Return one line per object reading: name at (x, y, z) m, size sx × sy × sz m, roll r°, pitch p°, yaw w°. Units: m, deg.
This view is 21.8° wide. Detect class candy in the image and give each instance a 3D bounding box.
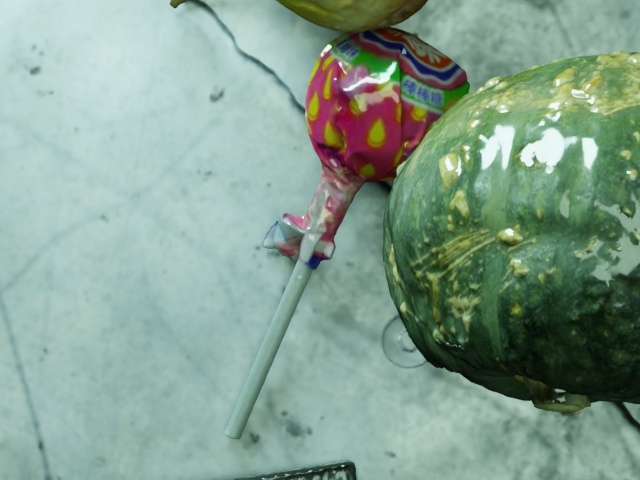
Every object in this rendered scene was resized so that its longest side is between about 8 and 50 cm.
candy at (0.000, 0.000, 1.354) m, size 0.124 × 0.124 × 0.365 m, roll 23°, pitch 102°, yaw -3°

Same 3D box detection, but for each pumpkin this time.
pumpkin at (0.186, -0.005, 1.190) m, size 0.291 × 0.328 × 0.257 m, roll 8°, pitch 84°, yaw 8°

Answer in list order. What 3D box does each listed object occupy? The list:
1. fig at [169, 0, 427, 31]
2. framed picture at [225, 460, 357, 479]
fig at (-0.017, -0.228, 1.310) m, size 0.257 × 0.159 × 0.159 m, roll -15°, pitch 93°, yaw 33°
framed picture at (-0.076, 0.371, 1.378) m, size 0.265 × 0.016 × 0.347 m, roll -7°, pitch 91°, yaw -9°
